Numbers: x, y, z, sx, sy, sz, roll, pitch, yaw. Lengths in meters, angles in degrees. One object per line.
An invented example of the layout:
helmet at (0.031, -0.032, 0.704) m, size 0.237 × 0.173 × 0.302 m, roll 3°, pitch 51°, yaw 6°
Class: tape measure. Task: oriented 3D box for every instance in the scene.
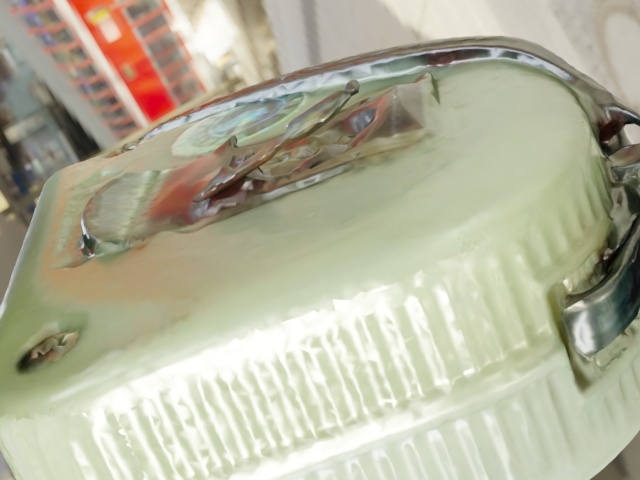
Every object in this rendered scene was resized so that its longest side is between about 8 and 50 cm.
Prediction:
tape measure at (0.000, 0.000, 0.447) m, size 0.235 × 0.207 × 0.115 m, roll -103°, pitch -11°, yaw -69°
